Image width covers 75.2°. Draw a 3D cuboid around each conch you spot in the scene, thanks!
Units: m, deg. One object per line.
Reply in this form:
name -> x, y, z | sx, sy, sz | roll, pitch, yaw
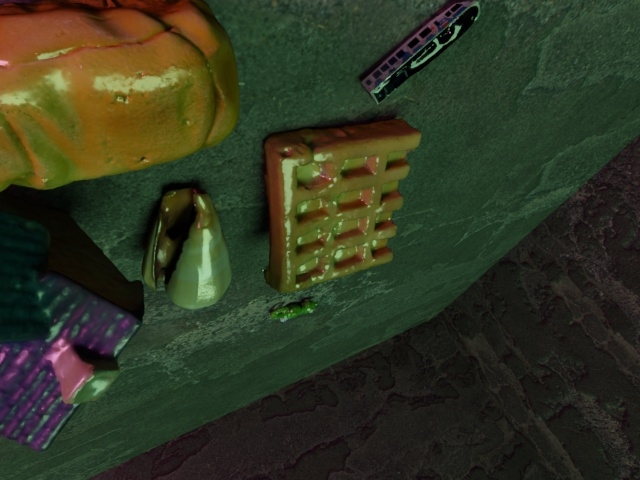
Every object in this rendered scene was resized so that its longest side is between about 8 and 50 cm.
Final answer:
conch -> -0.235, 0.010, 0.765 | 0.158, 0.127, 0.255 | 9, 118, -12

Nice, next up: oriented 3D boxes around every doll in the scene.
doll -> -0.086, 0.233, 1.390 | 0.190, 0.050, 0.115 | -9, 151, -35

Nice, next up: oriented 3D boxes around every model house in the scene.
model house -> -0.368, 0.085, 0.446 | 0.245, 0.280, 0.312 | -51, 160, 0

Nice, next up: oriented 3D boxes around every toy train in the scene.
toy train -> 0.160, -0.304, 0.665 | 0.207, 0.047, 0.043 | -37, 155, 12

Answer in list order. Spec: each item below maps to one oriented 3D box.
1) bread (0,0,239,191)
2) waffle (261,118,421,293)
bread -> -0.236, -0.151, 0.417 | 0.294, 0.132, 0.167 | -21, 160, -24
waffle -> 0.032, -0.057, 0.828 | 0.304, 0.077, 0.348 | -16, 131, -25
